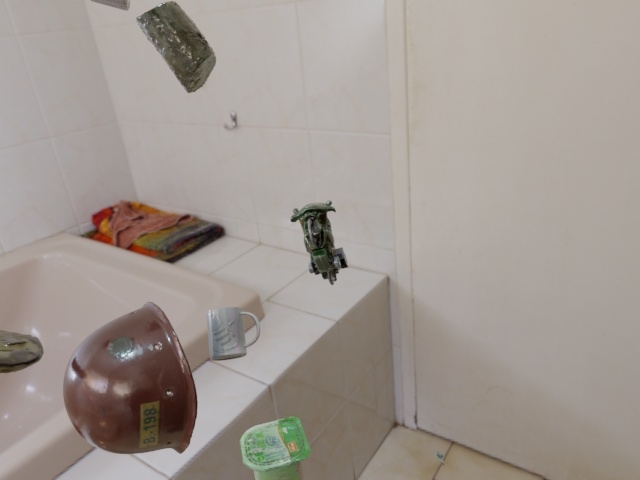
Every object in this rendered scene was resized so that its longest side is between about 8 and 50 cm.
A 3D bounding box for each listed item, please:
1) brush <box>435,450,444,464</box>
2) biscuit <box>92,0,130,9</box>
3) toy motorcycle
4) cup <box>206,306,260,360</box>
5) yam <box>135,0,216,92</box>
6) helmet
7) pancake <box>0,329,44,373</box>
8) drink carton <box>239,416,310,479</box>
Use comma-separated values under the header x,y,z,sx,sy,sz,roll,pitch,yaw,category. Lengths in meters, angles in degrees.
x,y,z,sx,sy,sz,roll,pitch,yaw,category
0.286,0.518,1.166,0.016,0.013,0.083,31,-5,14,brush
-0.533,-0.652,1.215,0.108,0.073,0.388,8,11,-21,biscuit
0.000,0.000,1.343,0.125,0.274,0.187,-12,50,8,toy motorcycle
-0.241,0.247,1.316,0.136,0.133,0.099,-22,-23,34,cup
-0.411,-0.576,1.434,0.154,0.254,0.154,-31,15,9,yam
-0.456,0.347,1.117,0.230,0.384,0.338,-11,35,-38,helmet
-0.736,0.219,1.012,0.295,0.049,0.294,12,-4,1,pancake
-0.097,0.506,1.093,0.144,0.142,0.146,-9,20,-12,drink carton
